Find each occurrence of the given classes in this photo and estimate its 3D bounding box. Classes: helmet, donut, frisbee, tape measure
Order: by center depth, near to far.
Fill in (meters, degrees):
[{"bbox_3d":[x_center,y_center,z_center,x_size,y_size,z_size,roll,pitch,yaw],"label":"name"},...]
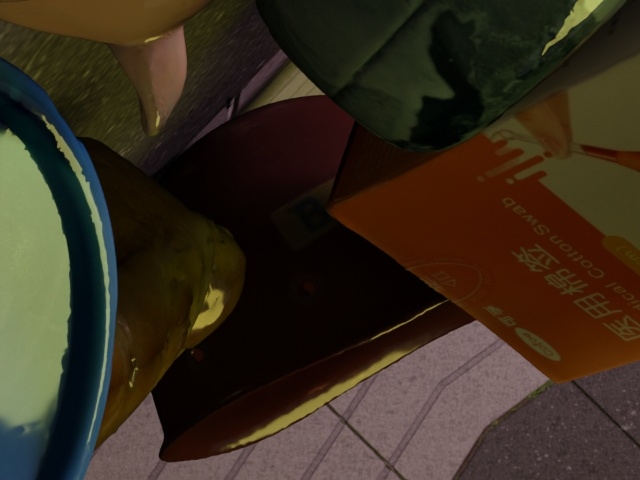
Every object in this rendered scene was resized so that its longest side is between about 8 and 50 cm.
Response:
[{"bbox_3d":[-0.148,0.054,0.455,0.242,0.045,0.242,-43,141,-50],"label":"frisbee"},{"bbox_3d":[-0.154,0.060,0.680,0.208,0.128,0.261,-45,179,20],"label":"donut"},{"bbox_3d":[0.081,-0.168,0.709,0.256,0.147,0.275,-51,-175,-16],"label":"tape measure"},{"bbox_3d":[0.000,0.000,1.167,0.385,0.230,0.337,-25,168,-20],"label":"helmet"}]

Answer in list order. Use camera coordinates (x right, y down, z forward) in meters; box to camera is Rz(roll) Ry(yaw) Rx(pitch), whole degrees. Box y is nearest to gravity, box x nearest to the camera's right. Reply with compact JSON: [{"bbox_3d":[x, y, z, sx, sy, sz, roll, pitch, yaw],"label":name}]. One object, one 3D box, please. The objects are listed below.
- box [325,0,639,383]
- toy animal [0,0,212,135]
[{"bbox_3d":[0.192,-0.056,0.874,0.341,0.225,0.143,-25,-145,52],"label":"box"},{"bbox_3d":[-0.056,-0.082,0.336,0.083,0.089,0.150,-42,171,13],"label":"toy animal"}]
